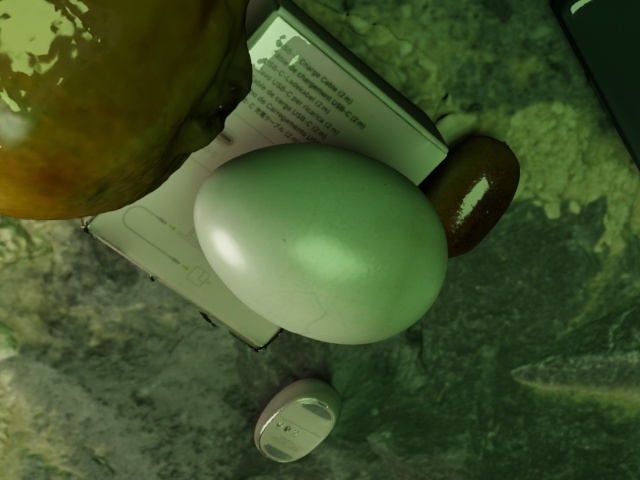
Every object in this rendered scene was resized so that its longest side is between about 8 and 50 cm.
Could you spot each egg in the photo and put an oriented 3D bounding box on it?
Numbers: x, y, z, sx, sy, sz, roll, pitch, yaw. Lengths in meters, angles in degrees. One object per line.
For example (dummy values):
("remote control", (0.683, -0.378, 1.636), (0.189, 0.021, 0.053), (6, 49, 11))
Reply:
("egg", (0.000, 0.000, 1.176), (0.209, 0.151, 0.151), (20, 111, -16))

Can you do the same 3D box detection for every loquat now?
("loquat", (-0.201, -0.173, 1.067), (0.329, 0.328, 0.328), (-5, 118, -10))

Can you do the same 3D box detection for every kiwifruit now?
("kiwifruit", (0.129, -0.038, 1.347), (0.075, 0.075, 0.124), (32, 103, -25))

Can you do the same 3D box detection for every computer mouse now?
("computer mouse", (-0.022, 0.169, 1.440), (0.066, 0.039, 0.096), (32, 114, -24))

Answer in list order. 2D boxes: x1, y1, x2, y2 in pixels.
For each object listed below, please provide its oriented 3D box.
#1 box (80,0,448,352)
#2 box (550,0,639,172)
("box", (-0.052, -0.061, 1.275), (0.203, 0.106, 0.251), (37, 105, -26))
("box", (0.317, -0.165, 1.332), (0.160, 0.050, 0.230), (-32, 119, 6))
